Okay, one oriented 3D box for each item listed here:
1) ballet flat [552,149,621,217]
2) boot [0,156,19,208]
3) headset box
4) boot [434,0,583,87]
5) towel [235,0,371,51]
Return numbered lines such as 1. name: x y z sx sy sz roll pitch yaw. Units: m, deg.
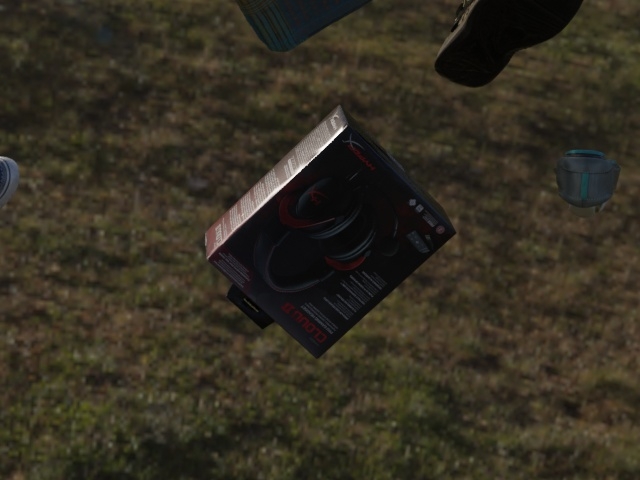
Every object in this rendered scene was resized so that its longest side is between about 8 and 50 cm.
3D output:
1. ballet flat: 0.282 -0.058 1.327 0.072 0.068 0.213 2 2 15
2. boot: -0.467 -0.056 1.536 0.190 0.069 0.086 -23 -14 25
3. headset box: 0.000 0.000 1.684 0.218 0.293 0.110 44 11 -19
4. boot: 0.328 -0.441 2.030 0.138 0.377 0.284 24 64 -10
5. towel: 0.011 -0.360 1.533 0.271 0.040 0.370 -27 -15 5
